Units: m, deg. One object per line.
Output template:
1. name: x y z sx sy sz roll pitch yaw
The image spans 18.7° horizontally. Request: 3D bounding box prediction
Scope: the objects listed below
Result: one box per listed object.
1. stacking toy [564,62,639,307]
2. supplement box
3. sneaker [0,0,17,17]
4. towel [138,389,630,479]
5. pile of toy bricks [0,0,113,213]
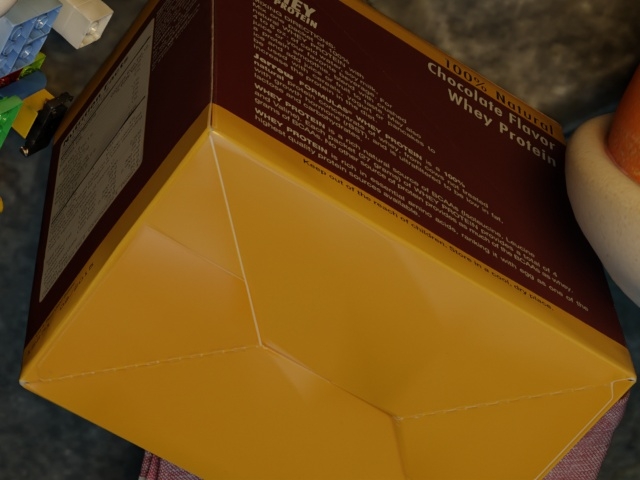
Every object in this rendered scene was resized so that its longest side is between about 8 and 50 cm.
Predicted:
1. stacking toy: 0.306 -0.168 0.669 0.350 0.350 0.480 11 106 -10
2. supplement box: 0.000 0.000 0.785 0.191 0.194 0.129 30 116 -20
3. sneaker: -0.102 -0.189 0.499 0.169 0.108 0.292 -17 122 11
4. towel: 0.003 0.197 0.984 0.237 0.037 0.329 1 125 -22
5. pile of toy bricks: -0.175 -0.066 0.800 0.105 0.118 0.212 42 127 10
